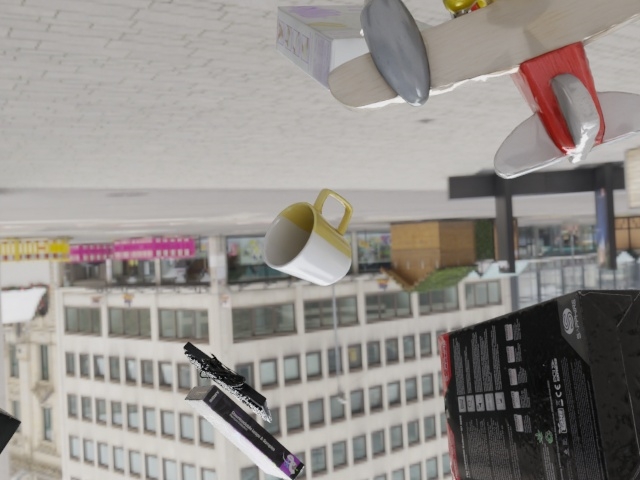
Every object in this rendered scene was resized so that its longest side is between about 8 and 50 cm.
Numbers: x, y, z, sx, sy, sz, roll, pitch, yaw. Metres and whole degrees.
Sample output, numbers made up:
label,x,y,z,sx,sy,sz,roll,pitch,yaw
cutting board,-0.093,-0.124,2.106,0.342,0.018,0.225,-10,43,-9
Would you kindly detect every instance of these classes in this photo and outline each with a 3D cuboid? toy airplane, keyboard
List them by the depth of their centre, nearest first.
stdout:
label,x,y,z,sx,sy,sz,roll,pitch,yaw
toy airplane,0.242,-0.272,0.769,0.384,0.386,0.272,26,163,32
keyboard,-0.163,0.230,1.071,0.192,0.100,0.038,27,-125,30

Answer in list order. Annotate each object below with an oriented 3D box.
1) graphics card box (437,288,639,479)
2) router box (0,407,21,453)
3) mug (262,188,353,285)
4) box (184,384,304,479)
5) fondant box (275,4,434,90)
label,x,y,z,sx,sy,sz,roll,pitch,yaw
graphics card box,0.277,0.209,0.862,0.094,0.232,0.371,1,163,-14
router box,-0.426,0.084,0.520,0.309,0.081,0.243,13,155,35
mug,-0.001,0.004,0.571,0.078,0.062,0.064,-42,129,19
box,-0.106,0.256,0.888,0.029,0.162,0.116,-48,-173,-25
fondant box,0.072,-0.384,1.287,0.238,0.096,0.330,-8,-151,-19
